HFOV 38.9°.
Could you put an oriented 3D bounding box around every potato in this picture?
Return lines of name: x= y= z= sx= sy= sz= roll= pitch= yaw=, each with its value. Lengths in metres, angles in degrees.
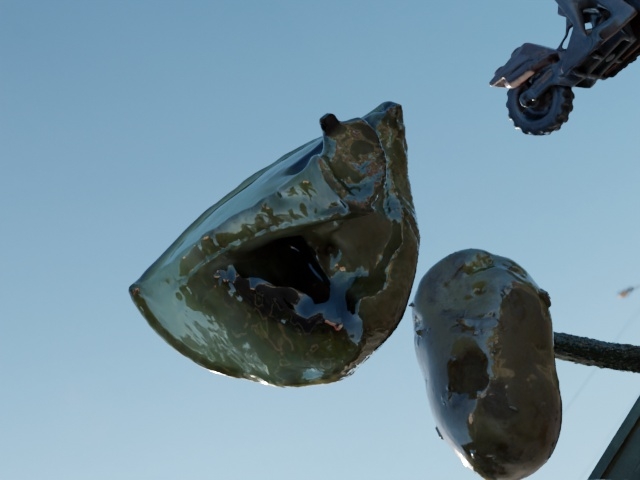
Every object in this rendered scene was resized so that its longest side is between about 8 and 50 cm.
potato: x=0.181 y=0.137 z=0.997 sx=0.164 sy=0.263 sz=0.165 roll=-2 pitch=-25 yaw=-1

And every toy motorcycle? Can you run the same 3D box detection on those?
toy motorcycle: x=0.229 y=-0.195 z=0.800 sx=0.084 sy=0.118 sz=0.212 roll=-6 pitch=-35 yaw=-45

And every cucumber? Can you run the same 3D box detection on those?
cucumber: x=0.411 y=0.162 z=1.280 sx=0.256 sy=0.044 sz=0.043 roll=10 pitch=-82 yaw=-5

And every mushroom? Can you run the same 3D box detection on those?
mushroom: x=0.001 y=0.000 z=0.842 sx=0.292 sy=0.212 sz=0.217 roll=-44 pitch=-2 yaw=40

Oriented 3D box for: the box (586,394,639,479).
box: x=0.540 y=0.339 z=1.372 sx=0.155 sy=0.149 sz=0.231 roll=37 pitch=-95 yaw=-36
